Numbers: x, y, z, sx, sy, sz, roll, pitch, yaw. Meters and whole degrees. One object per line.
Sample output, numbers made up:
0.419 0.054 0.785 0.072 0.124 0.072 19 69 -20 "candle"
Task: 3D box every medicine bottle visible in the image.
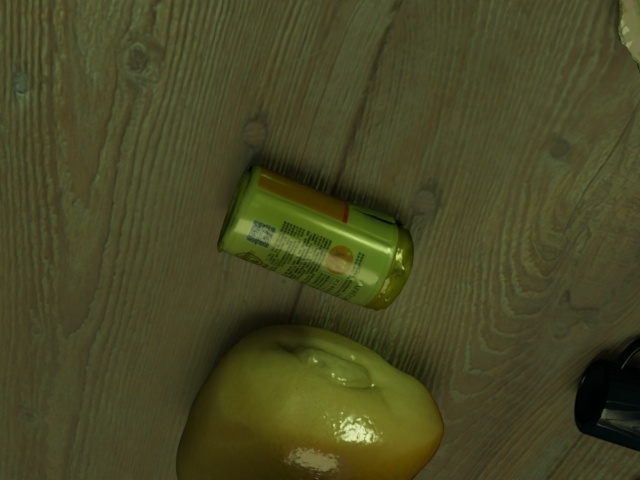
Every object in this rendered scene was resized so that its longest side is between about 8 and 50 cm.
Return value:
0.000 0.000 1.139 0.238 0.124 0.124 21 131 -12 "medicine bottle"

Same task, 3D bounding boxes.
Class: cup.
0.442 0.218 1.293 0.138 0.150 0.113 17 166 -5 "cup"

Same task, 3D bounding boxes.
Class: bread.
-0.026 0.310 1.329 0.348 0.253 0.376 22 129 -7 "bread"

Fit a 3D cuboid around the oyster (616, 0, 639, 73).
0.378 -0.245 0.894 0.214 0.083 0.223 21 136 -6 "oyster"
